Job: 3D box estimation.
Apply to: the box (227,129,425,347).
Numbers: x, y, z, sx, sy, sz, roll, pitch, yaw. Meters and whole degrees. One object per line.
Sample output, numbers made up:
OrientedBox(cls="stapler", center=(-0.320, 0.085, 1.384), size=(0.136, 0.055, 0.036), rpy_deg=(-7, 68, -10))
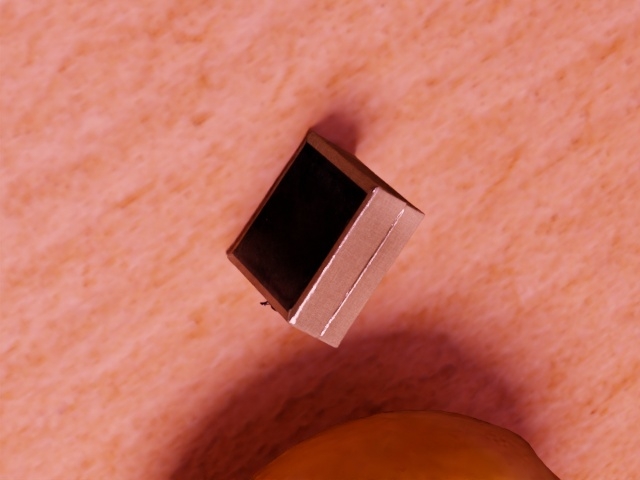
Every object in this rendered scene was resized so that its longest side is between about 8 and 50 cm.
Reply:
OrientedBox(cls="box", center=(0.000, 0.000, 0.919), size=(0.035, 0.079, 0.083), rpy_deg=(29, 97, -34))

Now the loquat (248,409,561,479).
OrientedBox(cls="loquat", center=(0.040, 0.204, 0.946), size=(0.244, 0.244, 0.244), rpy_deg=(-11, 118, -21))
